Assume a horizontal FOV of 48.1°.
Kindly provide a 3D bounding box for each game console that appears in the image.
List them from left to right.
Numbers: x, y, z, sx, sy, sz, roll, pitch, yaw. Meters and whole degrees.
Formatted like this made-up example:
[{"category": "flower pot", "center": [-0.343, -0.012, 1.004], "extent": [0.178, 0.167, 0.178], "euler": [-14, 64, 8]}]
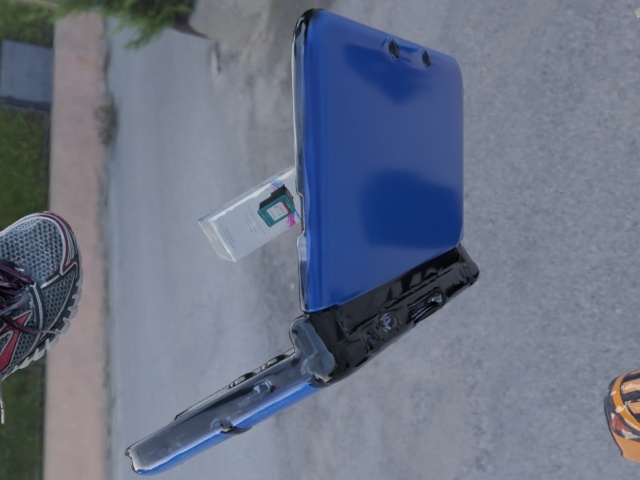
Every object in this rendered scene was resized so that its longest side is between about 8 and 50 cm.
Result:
[{"category": "game console", "center": [0.000, 0.000, 0.511], "extent": [0.250, 0.293, 0.173], "euler": [-33, 82, 26]}]

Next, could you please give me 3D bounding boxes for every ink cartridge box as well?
[{"category": "ink cartridge box", "center": [-0.067, -0.059, 1.121], "extent": [0.078, 0.231, 0.134], "euler": [60, 165, -10]}]

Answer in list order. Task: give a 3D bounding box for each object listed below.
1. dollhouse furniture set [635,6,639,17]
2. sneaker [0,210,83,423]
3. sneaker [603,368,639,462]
[{"category": "dollhouse furniture set", "center": [0.421, -0.283, 0.815], "extent": [0.101, 0.182, 0.161], "euler": [-45, 72, 33]}, {"category": "sneaker", "center": [-0.321, 0.087, 0.679], "extent": [0.112, 0.121, 0.299], "euler": [119, 174, -53]}, {"category": "sneaker", "center": [0.436, 0.192, 0.739], "extent": [0.180, 0.321, 0.124], "euler": [-37, 30, 62]}]
